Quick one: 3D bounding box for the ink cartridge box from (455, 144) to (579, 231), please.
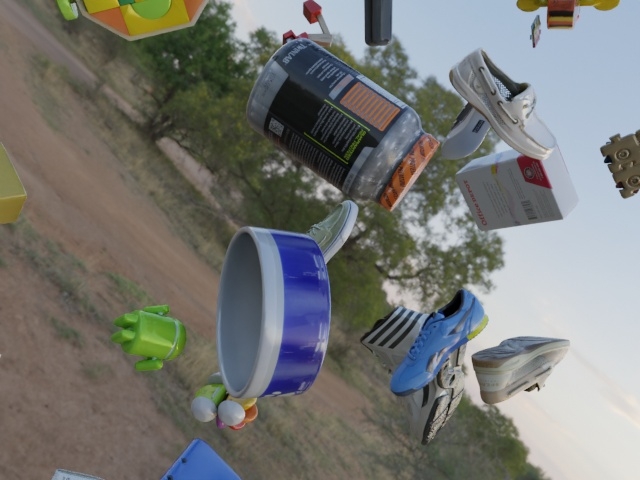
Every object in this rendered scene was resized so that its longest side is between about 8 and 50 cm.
[{"bbox_3d":[0.612,-0.167,1.795,0.306,0.131,0.226,-8,-66,53],"label":"ink cartridge box"}]

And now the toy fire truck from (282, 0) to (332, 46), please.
[{"bbox_3d":[-0.020,-0.499,1.431,0.192,0.135,0.047,54,-13,12],"label":"toy fire truck"}]

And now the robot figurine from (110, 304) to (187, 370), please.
[{"bbox_3d":[-0.253,0.144,0.862,0.115,0.067,0.101,22,54,-38],"label":"robot figurine"}]

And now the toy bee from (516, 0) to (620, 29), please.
[{"bbox_3d":[0.556,-0.533,1.254,0.195,0.298,0.162,30,-26,36],"label":"toy bee"}]

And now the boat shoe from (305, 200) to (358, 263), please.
[{"bbox_3d":[0.000,0.000,1.733,0.094,0.302,0.109,32,5,-28],"label":"boat shoe"}]

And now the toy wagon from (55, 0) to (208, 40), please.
[{"bbox_3d":[-0.292,-0.475,0.834,0.068,0.267,0.344,-114,-170,-47],"label":"toy wagon"}]

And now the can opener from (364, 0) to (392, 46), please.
[{"bbox_3d":[0.107,-0.557,1.207,0.074,0.093,0.280,-143,-137,-63],"label":"can opener"}]

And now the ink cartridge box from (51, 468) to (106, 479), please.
[{"bbox_3d":[-0.406,0.492,0.980,0.093,0.154,0.212,9,-29,5],"label":"ink cartridge box"}]

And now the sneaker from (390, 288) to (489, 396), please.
[{"bbox_3d":[0.181,0.165,0.948,0.082,0.209,0.069,47,-2,-23],"label":"sneaker"}]

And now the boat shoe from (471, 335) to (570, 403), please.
[{"bbox_3d":[0.466,0.291,1.321,0.122,0.341,0.110,-7,-91,51],"label":"boat shoe"}]

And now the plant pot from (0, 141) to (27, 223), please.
[{"bbox_3d":[-0.435,-0.064,0.719,0.081,0.083,0.081,-36,-101,45],"label":"plant pot"}]

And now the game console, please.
[{"bbox_3d":[-0.202,0.520,0.957,0.173,0.250,0.293,14,4,6],"label":"game console"}]

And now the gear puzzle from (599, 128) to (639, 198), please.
[{"bbox_3d":[0.828,-0.234,1.300,0.175,0.339,0.044,53,29,-22],"label":"gear puzzle"}]

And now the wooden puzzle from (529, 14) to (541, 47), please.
[{"bbox_3d":[0.447,-0.434,1.184,0.006,0.083,0.049,8,-42,33],"label":"wooden puzzle"}]

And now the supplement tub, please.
[{"bbox_3d":[0.042,-0.202,1.029,0.316,0.193,0.193,37,-5,7],"label":"supplement tub"}]

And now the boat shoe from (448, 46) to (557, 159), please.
[{"bbox_3d":[0.385,-0.271,1.139,0.277,0.098,0.096,37,-39,-13],"label":"boat shoe"}]

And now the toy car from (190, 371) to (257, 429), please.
[{"bbox_3d":[-0.260,0.461,1.588,0.159,0.182,0.136,-59,147,-59],"label":"toy car"}]

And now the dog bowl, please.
[{"bbox_3d":[-0.084,0.113,0.905,0.104,0.265,0.265,6,16,-24],"label":"dog bowl"}]

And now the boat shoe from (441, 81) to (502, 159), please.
[{"bbox_3d":[0.483,-0.383,1.841,0.108,0.102,0.301,14,-36,-10],"label":"boat shoe"}]

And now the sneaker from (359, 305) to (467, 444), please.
[{"bbox_3d":[0.243,0.344,1.548,0.257,0.169,0.447,28,-43,33],"label":"sneaker"}]
